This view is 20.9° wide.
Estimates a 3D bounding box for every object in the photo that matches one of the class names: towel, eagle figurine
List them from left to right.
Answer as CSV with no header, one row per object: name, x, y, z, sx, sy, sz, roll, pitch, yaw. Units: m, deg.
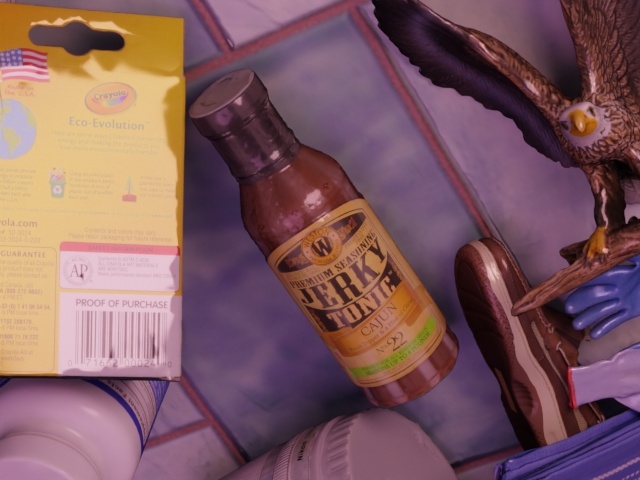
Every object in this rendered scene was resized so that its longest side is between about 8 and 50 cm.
towel,0.238,0.306,1.705,0.040,0.243,0.336,42,138,38
eagle figurine,0.210,-0.123,1.434,0.226,0.225,0.298,-25,86,-18

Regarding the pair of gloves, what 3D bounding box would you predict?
pair of gloves,0.297,0.083,1.587,0.159,0.023,0.198,-13,119,-11

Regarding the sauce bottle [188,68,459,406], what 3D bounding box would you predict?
sauce bottle,0.000,0.000,1.580,0.111,0.111,0.344,-24,117,25

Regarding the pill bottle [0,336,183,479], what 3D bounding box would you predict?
pill bottle,-0.231,0.158,1.637,0.152,0.272,0.152,6,126,8

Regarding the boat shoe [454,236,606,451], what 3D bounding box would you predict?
boat shoe,0.203,0.093,1.629,0.095,0.095,0.257,-29,122,-12

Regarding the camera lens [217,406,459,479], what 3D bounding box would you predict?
camera lens,-0.011,0.312,1.731,0.274,0.219,0.219,-32,113,29

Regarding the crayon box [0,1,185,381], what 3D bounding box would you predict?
crayon box,-0.221,-0.039,1.503,0.202,0.081,0.318,3,86,-23

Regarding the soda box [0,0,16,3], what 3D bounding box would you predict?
soda box,-0.314,-0.167,1.554,0.074,0.069,0.216,8,125,6
